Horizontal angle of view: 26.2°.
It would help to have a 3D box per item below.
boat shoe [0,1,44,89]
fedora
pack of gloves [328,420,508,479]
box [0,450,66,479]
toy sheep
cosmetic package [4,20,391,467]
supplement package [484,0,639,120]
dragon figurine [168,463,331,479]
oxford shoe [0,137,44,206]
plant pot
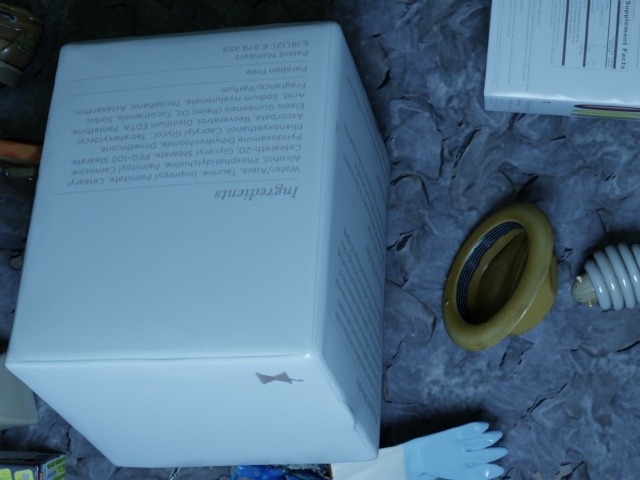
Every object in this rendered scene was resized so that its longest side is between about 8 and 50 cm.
[{"bbox_3d":[-0.503,-0.308,1.778,0.307,0.111,0.104,27,89,-3],"label":"boat shoe"},{"bbox_3d":[0.232,0.052,1.670,0.079,0.194,0.194,26,93,-30],"label":"fedora"},{"bbox_3d":[0.129,0.326,1.685,0.232,0.046,0.195,-12,104,-14],"label":"pack of gloves"},{"bbox_3d":[-0.442,0.292,1.753,0.207,0.114,0.036,1,90,8],"label":"box"},{"bbox_3d":[0.367,0.043,1.666,0.132,0.091,0.091,-24,87,6],"label":"toy sheep"},{"bbox_3d":[-0.111,0.014,1.528,0.327,0.329,0.393,-2,62,13],"label":"cosmetic package"},{"bbox_3d":[0.323,-0.220,1.648,0.244,0.139,0.133,5,89,8],"label":"supplement package"},{"bbox_3d":[-0.034,0.271,1.659,0.144,0.289,0.085,12,89,45],"label":"dragon figurine"},{"bbox_3d":[-0.468,-0.089,1.772,0.271,0.097,0.098,7,96,7],"label":"oxford shoe"},{"bbox_3d":[-0.436,0.196,1.762,0.109,0.096,0.109,-11,87,7],"label":"plant pot"}]
